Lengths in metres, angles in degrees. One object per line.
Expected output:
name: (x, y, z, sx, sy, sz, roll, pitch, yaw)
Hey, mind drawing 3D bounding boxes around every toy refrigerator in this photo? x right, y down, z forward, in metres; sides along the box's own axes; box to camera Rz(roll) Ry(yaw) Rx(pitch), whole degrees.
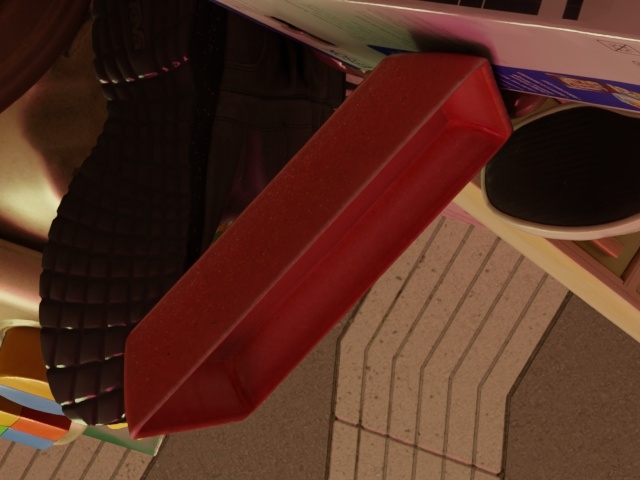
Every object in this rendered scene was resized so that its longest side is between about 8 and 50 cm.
toy refrigerator: (0.206, -0.020, 1.130, 0.269, 0.102, 0.094, 36, 172, -23)

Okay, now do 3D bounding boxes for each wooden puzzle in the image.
wooden puzzle: (-0.319, 0.097, 1.325, 0.322, 0.080, 0.348, 20, 151, -16)

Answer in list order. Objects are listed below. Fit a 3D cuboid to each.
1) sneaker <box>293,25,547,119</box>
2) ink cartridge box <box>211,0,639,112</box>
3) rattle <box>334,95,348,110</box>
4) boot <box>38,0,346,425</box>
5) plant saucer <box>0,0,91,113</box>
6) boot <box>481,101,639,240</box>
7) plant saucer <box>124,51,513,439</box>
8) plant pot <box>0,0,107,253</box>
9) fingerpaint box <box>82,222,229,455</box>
sneaker: (0.060, -0.123, 0.994, 0.188, 0.066, 0.071, 16, 178, 33)
ink cartridge box: (0.093, -0.118, 0.773, 0.333, 0.065, 0.165, 15, 178, 43)
rattle: (-0.011, -0.103, 1.553, 0.200, 0.142, 0.130, 24, 162, 17)
boot: (-0.062, -0.029, 1.036, 0.118, 0.338, 0.223, 5, 169, 33)
plant saucer: (-0.281, -0.146, 1.002, 0.278, 0.278, 0.041, 17, 148, 35)
boot: (0.241, -0.036, 0.982, 0.244, 0.088, 0.176, -6, 167, 37)
plant saucer: (0.000, 0.000, 0.871, 0.048, 0.259, 0.258, 44, -176, 10)
plant pot: (-0.253, -0.111, 1.294, 0.306, 0.333, 0.334, 2, 169, 39)
fingerpaint box: (-0.286, -0.033, 1.634, 0.371, 0.444, 0.163, 17, 137, -6)
